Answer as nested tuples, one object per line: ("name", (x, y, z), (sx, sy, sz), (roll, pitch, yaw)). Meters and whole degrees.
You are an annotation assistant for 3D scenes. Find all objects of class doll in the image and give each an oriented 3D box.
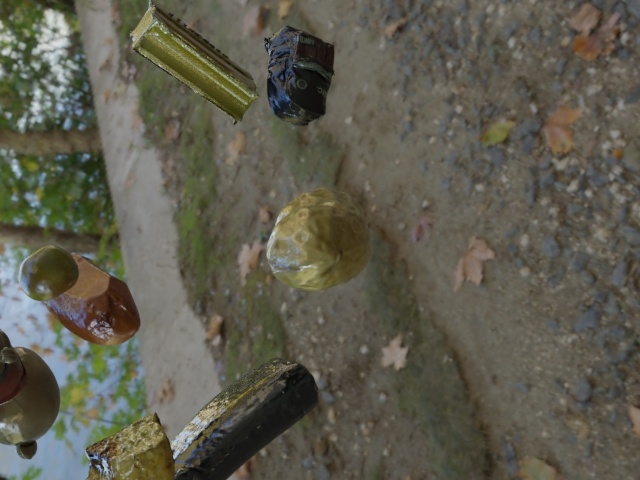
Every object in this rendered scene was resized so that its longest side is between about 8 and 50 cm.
("doll", (-0.627, 0.273, 1.672), (0.174, 0.330, 0.235), (-12, 52, 10))

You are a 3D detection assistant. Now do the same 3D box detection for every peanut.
("peanut", (0.000, 0.000, 1.240), (0.147, 0.147, 0.305), (-63, 5, 10))

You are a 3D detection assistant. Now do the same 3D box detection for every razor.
("razor", (-0.153, 0.328, 1.446), (0.327, 0.107, 0.189), (-41, 13, -22))

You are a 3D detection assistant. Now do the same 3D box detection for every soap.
("soap", (-0.221, -0.312, 1.499), (0.076, 0.233, 0.135), (-48, 27, 13))

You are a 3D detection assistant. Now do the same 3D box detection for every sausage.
("sausage", (-0.422, 0.110, 1.547), (0.258, 0.133, 0.133), (25, 93, 40))

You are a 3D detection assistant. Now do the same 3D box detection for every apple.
("apple", (-0.414, 0.051, 1.299), (0.090, 0.074, 0.089), (-34, 7, 4))

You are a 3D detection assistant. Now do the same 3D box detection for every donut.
("donut", (-0.290, 0.352, 1.077), (0.112, 0.295, 0.151), (-15, 98, 58))

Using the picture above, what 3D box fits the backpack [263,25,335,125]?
("backpack", (-0.032, -0.286, 1.487), (0.106, 0.120, 0.165), (-27, 61, 47))
